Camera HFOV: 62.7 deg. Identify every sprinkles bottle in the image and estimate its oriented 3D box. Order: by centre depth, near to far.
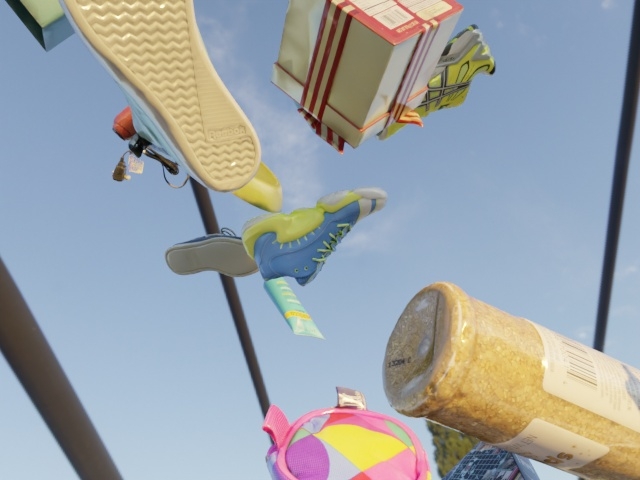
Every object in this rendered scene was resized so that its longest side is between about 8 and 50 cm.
[{"bbox_3d":[0.236,0.155,0.487,0.355,0.121,0.121,24,-50,-14],"label":"sprinkles bottle"}]

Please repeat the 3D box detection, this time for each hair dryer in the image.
[{"bbox_3d":[-0.492,-0.306,1.540,0.224,0.080,0.293,1,-72,-29],"label":"hair dryer"}]

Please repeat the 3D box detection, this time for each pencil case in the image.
[{"bbox_3d":[0.008,0.219,0.340,0.104,0.104,0.236,-1,-74,-16],"label":"pencil case"}]

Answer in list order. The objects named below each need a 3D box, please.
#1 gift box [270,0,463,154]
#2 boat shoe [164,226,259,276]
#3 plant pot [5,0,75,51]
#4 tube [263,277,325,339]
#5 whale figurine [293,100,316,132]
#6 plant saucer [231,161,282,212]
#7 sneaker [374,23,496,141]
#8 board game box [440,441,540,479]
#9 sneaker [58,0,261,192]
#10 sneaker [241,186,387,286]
[{"bbox_3d":[0.081,-0.325,0.961,0.255,0.276,0.258,-33,-20,-32],"label":"gift box"},{"bbox_3d":[-0.207,0.027,1.093,0.255,0.079,0.095,-9,-70,31],"label":"boat shoe"},{"bbox_3d":[-0.524,-0.542,1.082,0.234,0.166,0.165,-41,-72,-17],"label":"plant pot"},{"bbox_3d":[-0.065,0.147,1.138,0.080,0.207,0.052,13,-69,-34],"label":"tube"},{"bbox_3d":[-0.013,-0.364,1.407,0.272,0.216,0.141,24,-74,-28],"label":"whale figurine"},{"bbox_3d":[-0.152,-0.137,0.896,0.241,0.241,0.037,28,-73,-40],"label":"plant saucer"},{"bbox_3d":[0.303,-0.392,1.398,0.385,0.145,0.147,-42,-80,10],"label":"sneaker"},{"bbox_3d":[0.155,0.348,0.606,0.042,0.165,0.243,40,-79,-3],"label":"board game box"},{"bbox_3d":[-0.155,-0.160,0.434,0.094,0.151,0.256,-38,-55,-21],"label":"sneaker"},{"bbox_3d":[0.000,0.000,0.828,0.240,0.126,0.091,-16,-4,11],"label":"sneaker"}]
